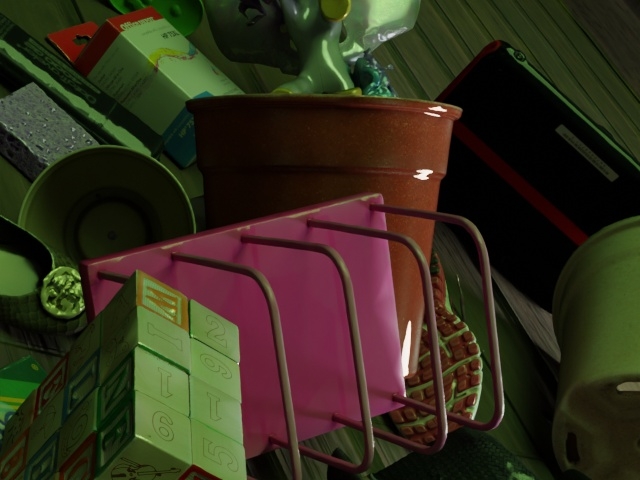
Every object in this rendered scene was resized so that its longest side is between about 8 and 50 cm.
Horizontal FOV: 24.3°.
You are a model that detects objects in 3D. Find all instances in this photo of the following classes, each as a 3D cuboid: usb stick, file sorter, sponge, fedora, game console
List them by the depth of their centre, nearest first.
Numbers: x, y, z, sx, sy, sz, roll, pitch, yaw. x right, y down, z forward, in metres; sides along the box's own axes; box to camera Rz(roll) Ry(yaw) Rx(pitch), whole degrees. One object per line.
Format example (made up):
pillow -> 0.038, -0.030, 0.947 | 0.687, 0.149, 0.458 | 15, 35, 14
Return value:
file sorter -> -0.015, 0.093, 1.218 | 0.290, 0.202, 0.182 | -14, 14, -31
fedora -> 0.155, 0.283, 1.298 | 0.334, 0.152, 0.334 | 51, -4, 5
sponge -> -0.257, -0.075, 1.555 | 0.210, 0.031, 0.117 | 43, 23, 0
usb stick -> -0.291, -0.168, 1.646 | 0.278, 0.045, 0.077 | 38, 31, -11
game console -> 0.307, -0.072, 2.089 | 0.386, 0.342, 0.060 | 41, 53, -2

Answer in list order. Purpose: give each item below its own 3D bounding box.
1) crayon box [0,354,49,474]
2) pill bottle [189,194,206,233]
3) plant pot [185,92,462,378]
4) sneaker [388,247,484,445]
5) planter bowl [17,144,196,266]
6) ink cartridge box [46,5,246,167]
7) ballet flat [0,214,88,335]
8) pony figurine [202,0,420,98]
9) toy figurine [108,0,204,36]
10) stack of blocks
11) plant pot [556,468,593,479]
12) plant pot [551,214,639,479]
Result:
crayon box -> -0.240, 0.214, 1.022 | 0.203, 0.083, 0.323 | 46, 24, 8
pill bottle -> -0.114, -0.007, 1.592 | 0.087, 0.087, 0.160 | 47, 23, 10
plant pot -> 0.000, 0.000, 1.463 | 0.272, 0.272, 0.265 | 0, 91, -57
sneaker -> 0.131, 0.128, 1.725 | 0.299, 0.121, 0.112 | -96, 165, -47
planter bowl -> -0.198, -0.006, 1.401 | 0.162, 0.162, 0.109 | 41, -3, -4
ink cartridge box -> -0.203, -0.204, 1.802 | 0.231, 0.078, 0.134 | 43, 23, 2
ballet flat -> -0.301, -0.002, 1.292 | 0.250, 0.058, 0.084 | 36, 57, -9
pony figurine -> -0.010, -0.265, 1.917 | 0.363, 0.303, 0.351 | 42, 40, -81
toy figurine -> -0.240, -0.376, 2.025 | 0.173, 0.130, 0.159 | 52, 3, -40
stack of blocks -> -0.131, 0.177, 0.936 | 0.087, 0.171, 0.297 | 32, 26, -24
plant pot -> 0.278, 0.344, 1.513 | 0.188, 0.187, 0.167 | 35, 11, -17
plant pot -> 0.433, 0.182, 1.895 | 0.334, 0.334, 0.305 | 40, 34, -5
